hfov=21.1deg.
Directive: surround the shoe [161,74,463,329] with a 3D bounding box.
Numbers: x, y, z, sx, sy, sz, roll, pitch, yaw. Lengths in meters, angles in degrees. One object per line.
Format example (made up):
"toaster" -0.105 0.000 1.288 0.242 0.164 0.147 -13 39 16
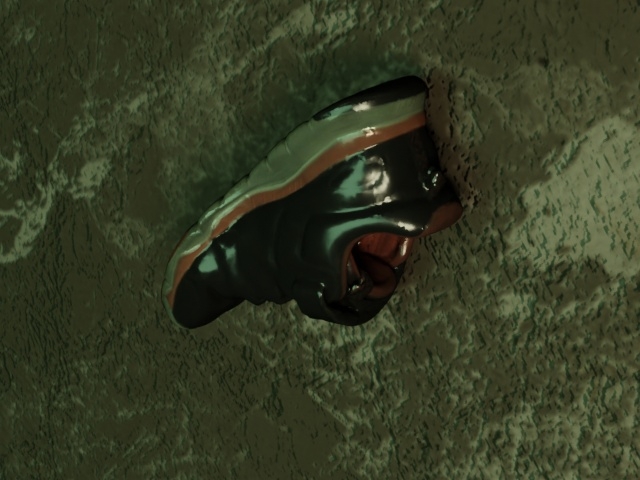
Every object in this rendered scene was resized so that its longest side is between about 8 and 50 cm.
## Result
"shoe" 0.000 0.000 1.249 0.291 0.114 0.137 -38 82 42
